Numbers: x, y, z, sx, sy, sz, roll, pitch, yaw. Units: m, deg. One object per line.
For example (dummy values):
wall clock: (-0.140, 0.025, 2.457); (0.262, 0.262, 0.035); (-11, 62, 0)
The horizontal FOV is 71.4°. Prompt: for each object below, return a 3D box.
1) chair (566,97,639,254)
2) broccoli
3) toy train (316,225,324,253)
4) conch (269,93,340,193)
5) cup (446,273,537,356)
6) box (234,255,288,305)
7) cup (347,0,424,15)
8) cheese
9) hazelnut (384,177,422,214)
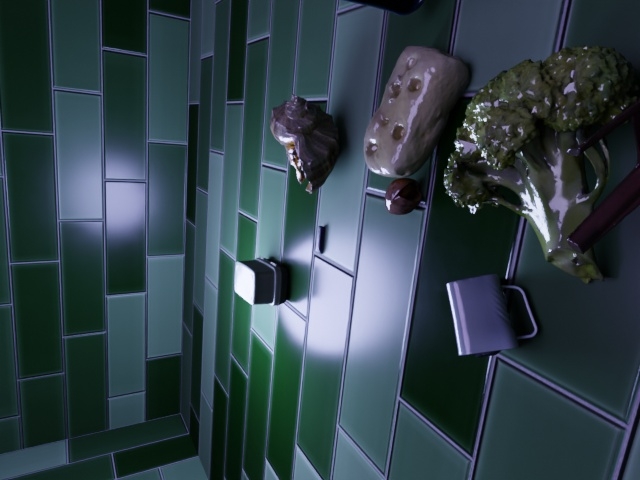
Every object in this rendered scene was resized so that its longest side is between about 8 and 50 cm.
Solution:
chair: (0.425, -0.126, 0.465); (0.326, 0.183, 0.175); (-43, 37, -6)
broccoli: (0.281, -0.110, 0.639); (0.254, 0.186, 0.303); (19, 103, 48)
toy train: (0.000, 0.000, 1.291); (0.017, 0.017, 0.083); (26, 115, 57)
conch: (-0.022, -0.261, 1.187); (0.210, 0.158, 0.291); (52, 173, 33)
cup: (0.285, 0.126, 0.743); (0.128, 0.095, 0.130); (-15, 74, 22)
box: (-0.209, 0.140, 1.546); (0.210, 0.129, 0.148); (19, 107, 59)
cup: (0.146, -0.572, 0.732); (0.307, 0.291, 0.242); (-17, 77, 58)
cheese: (0.174, -0.249, 0.890); (0.159, 0.092, 0.263); (53, 129, 50)
hazelnut: (0.171, -0.093, 0.935); (0.086, 0.086, 0.087); (7, 98, 59)
